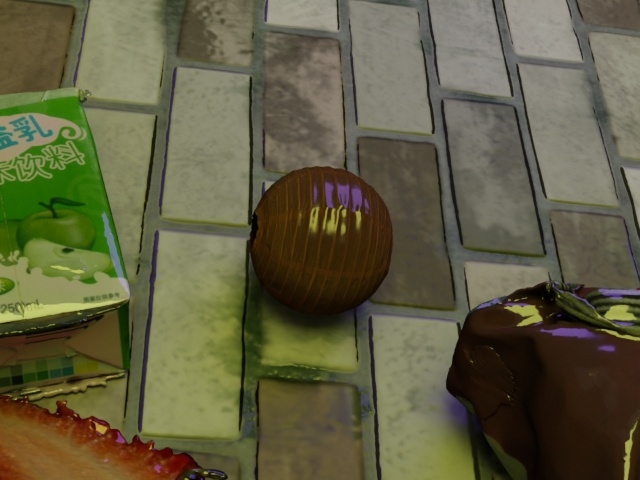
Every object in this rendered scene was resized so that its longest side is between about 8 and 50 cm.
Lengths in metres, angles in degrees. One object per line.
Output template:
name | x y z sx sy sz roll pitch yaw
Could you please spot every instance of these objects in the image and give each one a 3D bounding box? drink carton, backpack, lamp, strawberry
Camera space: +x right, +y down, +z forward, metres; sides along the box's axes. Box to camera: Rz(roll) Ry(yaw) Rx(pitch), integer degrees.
drink carton | -0.257 -0.004 0.939 0.161 0.108 0.271 -8 53 -19
backpack | 0.298 0.143 0.882 0.317 0.197 0.283 -9 50 -22
lamp | 0.000 0.000 0.977 0.136 0.136 0.136 6 49 -8
strawberry | -0.188 0.187 0.826 0.167 0.087 0.208 -8 24 -44
